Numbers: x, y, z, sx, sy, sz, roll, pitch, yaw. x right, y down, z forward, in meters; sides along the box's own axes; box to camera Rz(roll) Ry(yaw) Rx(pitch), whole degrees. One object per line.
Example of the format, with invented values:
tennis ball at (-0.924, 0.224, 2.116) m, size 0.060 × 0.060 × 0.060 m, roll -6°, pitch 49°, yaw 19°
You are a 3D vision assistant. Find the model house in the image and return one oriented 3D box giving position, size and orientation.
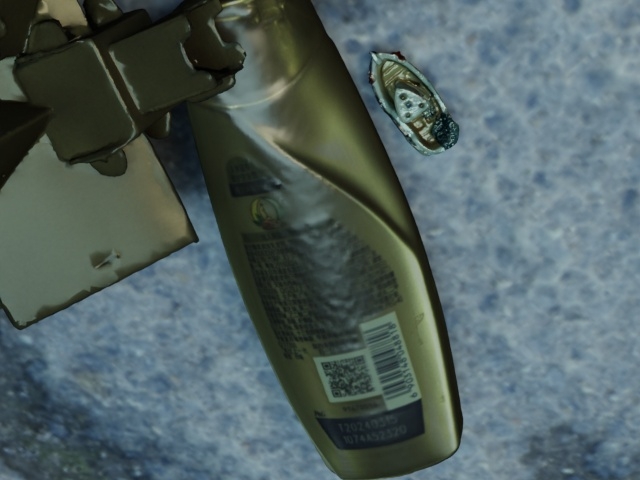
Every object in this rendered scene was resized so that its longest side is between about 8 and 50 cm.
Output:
model house at (-0.163, -0.065, 0.528) m, size 0.243 × 0.204 × 0.211 m, roll -15°, pitch 111°, yaw 28°

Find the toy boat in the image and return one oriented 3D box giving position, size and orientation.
toy boat at (0.056, -0.088, 0.610) m, size 0.038 × 0.038 × 0.083 m, roll -34°, pitch 110°, yaw 21°

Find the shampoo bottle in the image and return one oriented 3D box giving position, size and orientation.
shampoo bottle at (0.000, 0.000, 0.635) m, size 0.125 × 0.084 × 0.350 m, roll -14°, pitch 114°, yaw 15°
